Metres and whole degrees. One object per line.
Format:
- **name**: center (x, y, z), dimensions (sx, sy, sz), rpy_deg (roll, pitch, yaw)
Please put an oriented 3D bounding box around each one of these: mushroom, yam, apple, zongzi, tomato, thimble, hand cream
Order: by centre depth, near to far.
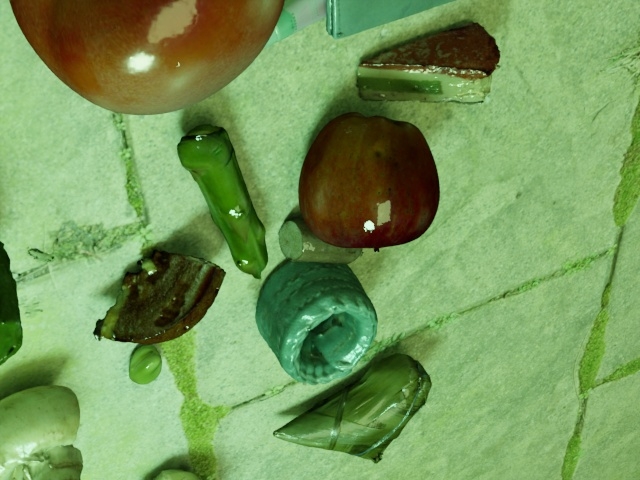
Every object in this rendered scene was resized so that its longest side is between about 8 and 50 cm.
- **tomato**: center (-0.193, -0.295, 1.257), dimensions (0.322, 0.321, 0.321), rpy_deg (-19, 136, -19)
- **hand cream**: center (-0.029, -0.332, 1.535), dimensions (0.174, 0.047, 0.076), rpy_deg (-33, 142, -18)
- **apple**: center (0.083, -0.090, 1.711), dimensions (0.234, 0.234, 0.234), rpy_deg (-19, 136, -19)
- **mushroom**: center (-0.486, 0.367, 1.747), dimensions (0.189, 0.195, 0.253), rpy_deg (-8, 129, -24)
- **yam**: center (0.001, 0.003, 1.830), dimensions (0.127, 0.084, 0.084), rpy_deg (0, 127, -34)
- **thimble**: center (-0.004, 0.146, 1.913), dimensions (0.198, 0.143, 0.235), rpy_deg (-24, 139, -13)
- **zongzi**: center (0.068, 0.322, 2.144), dimensions (0.274, 0.125, 0.250), rpy_deg (16, 118, -36)

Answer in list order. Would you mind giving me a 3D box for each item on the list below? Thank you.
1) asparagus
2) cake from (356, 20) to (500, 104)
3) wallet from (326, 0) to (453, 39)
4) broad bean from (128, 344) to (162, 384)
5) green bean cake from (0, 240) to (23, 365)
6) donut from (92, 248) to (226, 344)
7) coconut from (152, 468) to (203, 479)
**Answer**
- **asparagus**: center (-0.143, -0.064, 1.670), dimensions (0.082, 0.085, 0.343), rpy_deg (-28, 140, -5)
- **cake**: center (0.180, -0.255, 1.688), dimensions (0.220, 0.116, 0.086), rpy_deg (-23, 143, -17)
- **wallet**: center (0.132, -0.436, 1.531), dimensions (0.290, 0.054, 0.251), rpy_deg (-22, 136, -19)
- **broad bean**: center (-0.302, 0.217, 1.851), dimensions (0.063, 0.045, 0.083), rpy_deg (-23, 146, -33)
- **green bean cake**: center (-0.601, 0.081, 1.407), dimensions (0.319, 0.218, 0.335), rpy_deg (-33, 133, 7)
- **donut**: center (-0.248, 0.105, 1.720), dimensions (0.186, 0.144, 0.126), rpy_deg (-65, 159, -6)
- **coconut**: center (-0.270, 0.543, 2.058), dimensions (0.194, 0.194, 0.194), rpy_deg (-19, 136, -19)
